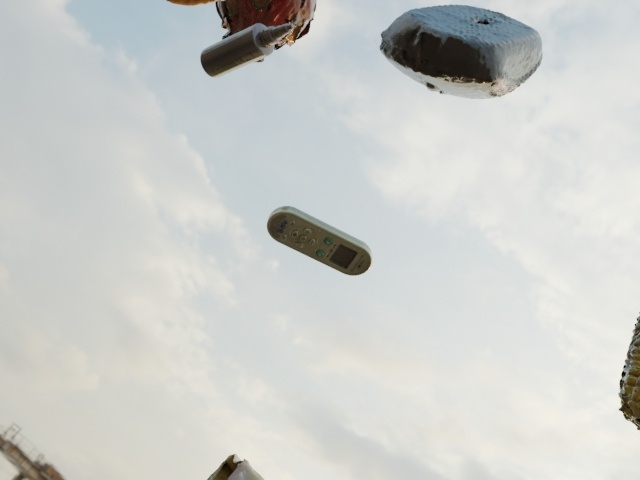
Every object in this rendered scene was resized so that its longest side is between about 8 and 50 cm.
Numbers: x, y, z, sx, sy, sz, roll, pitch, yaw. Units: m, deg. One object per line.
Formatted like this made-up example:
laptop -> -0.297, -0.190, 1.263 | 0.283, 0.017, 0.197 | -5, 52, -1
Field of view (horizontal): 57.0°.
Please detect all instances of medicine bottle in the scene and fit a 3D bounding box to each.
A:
medicine bottle -> -0.123, -0.335, 1.017 | 0.199, 0.058, 0.058 | -9, -57, 37

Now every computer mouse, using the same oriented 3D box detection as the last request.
computer mouse -> 0.212, -0.269, 0.864 | 0.182, 0.323, 0.116 | 28, -56, 27

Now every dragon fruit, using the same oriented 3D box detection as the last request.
dragon fruit -> -0.115, -0.542, 1.312 | 0.244, 0.299, 0.244 | 11, -3, 1

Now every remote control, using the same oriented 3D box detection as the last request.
remote control -> 0.000, 0.000, 1.145 | 0.221, 0.042, 0.078 | 25, -56, -12

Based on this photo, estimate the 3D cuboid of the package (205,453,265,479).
package -> -0.028, 0.395, 0.671 | 0.311, 0.221, 0.165 | 46, -62, 7

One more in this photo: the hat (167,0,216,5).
hat -> -0.082, -0.353, 0.573 | 0.233, 0.244, 0.234 | 42, -32, 55

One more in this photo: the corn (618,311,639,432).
corn -> 0.459, 0.105, 0.746 | 0.115, 0.318, 0.115 | 24, -16, 7
